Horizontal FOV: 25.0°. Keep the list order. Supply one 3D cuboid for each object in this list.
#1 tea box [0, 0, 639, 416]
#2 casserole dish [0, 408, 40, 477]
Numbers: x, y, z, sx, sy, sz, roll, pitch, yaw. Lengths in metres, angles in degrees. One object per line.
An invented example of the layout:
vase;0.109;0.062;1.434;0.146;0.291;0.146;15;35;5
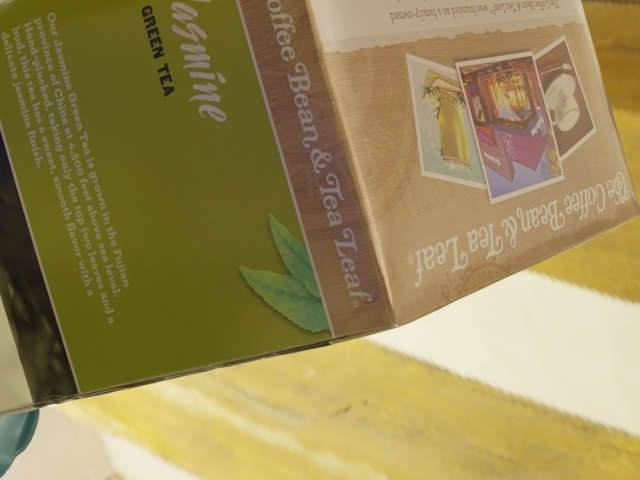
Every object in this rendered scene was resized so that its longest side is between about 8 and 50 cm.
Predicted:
tea box;-0.032;-0.054;0.862;0.323;0.329;0.220;-14;-88;33
casserole dish;-0.308;0.127;1.161;0.188;0.114;0.037;11;-13;32
